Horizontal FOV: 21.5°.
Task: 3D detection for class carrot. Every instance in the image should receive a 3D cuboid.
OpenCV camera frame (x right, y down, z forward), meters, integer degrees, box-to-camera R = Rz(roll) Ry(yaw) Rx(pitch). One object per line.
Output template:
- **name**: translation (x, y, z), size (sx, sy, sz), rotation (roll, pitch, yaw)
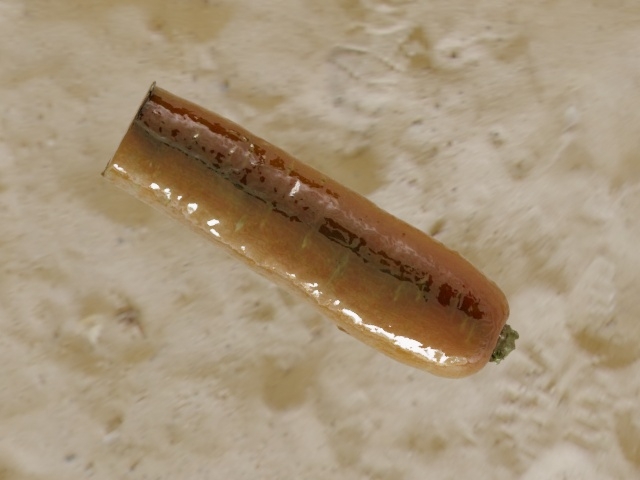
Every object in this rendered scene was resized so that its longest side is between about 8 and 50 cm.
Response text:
- **carrot**: translation (0.000, 0.000, 0.844), size (0.225, 0.067, 0.067), rotation (32, 105, -8)
